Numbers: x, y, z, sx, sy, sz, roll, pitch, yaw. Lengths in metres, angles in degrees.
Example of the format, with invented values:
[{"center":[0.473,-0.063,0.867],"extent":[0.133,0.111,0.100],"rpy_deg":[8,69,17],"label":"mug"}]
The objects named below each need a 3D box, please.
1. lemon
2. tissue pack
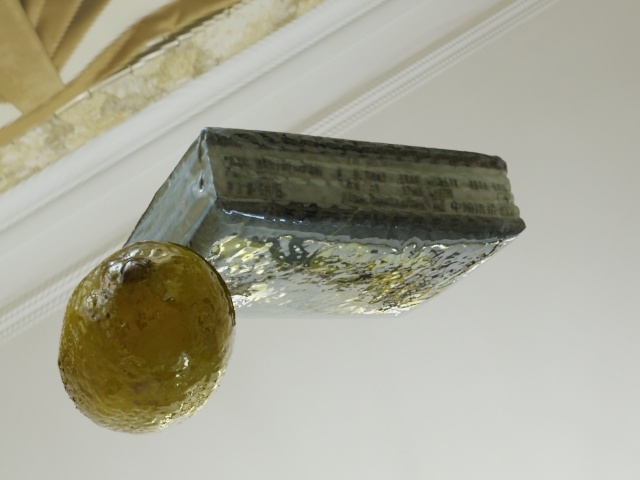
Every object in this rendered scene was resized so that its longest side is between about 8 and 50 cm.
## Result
[{"center":[-0.082,0.048,0.412],"extent":[0.082,0.111,0.082],"rpy_deg":[14,-135,-15],"label":"lemon"},{"center":[0.000,0.000,0.674],"extent":[0.257,0.185,0.081],"rpy_deg":[2,-116,-30],"label":"tissue pack"}]
